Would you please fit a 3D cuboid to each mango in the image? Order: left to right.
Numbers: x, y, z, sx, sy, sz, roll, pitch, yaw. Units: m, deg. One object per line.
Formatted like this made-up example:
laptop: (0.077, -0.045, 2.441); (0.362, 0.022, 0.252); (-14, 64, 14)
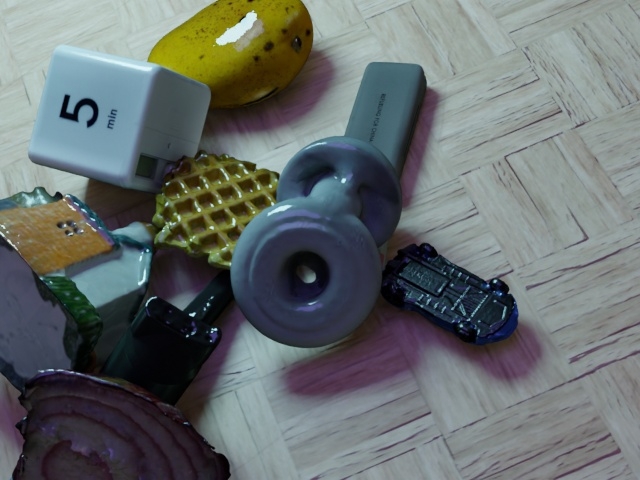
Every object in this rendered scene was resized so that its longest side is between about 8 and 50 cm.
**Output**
mango: (-0.149, -0.312, 2.090); (0.290, 0.160, 0.191); (-17, 61, 6)

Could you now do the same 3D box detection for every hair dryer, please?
hair dryer: (-0.181, 0.111, 1.749); (0.116, 0.244, 0.302); (39, 46, -2)

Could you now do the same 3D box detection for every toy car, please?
toy car: (0.183, 0.082, 1.772); (0.216, 0.063, 0.103); (28, 66, 28)

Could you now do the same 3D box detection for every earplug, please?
earplug: (0.003, -0.004, 1.793); (0.214, 0.175, 0.325); (26, 69, -3)

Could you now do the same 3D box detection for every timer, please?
timer: (-0.315, -0.185, 1.973); (0.195, 0.192, 0.194); (16, 91, 23)

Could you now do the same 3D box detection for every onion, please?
onion: (-0.259, 0.283, 1.634); (0.280, 0.314, 0.146); (17, 31, -4)

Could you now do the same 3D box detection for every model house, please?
model house: (-0.351, 0.061, 1.842); (0.271, 0.190, 0.301); (44, 40, 20)

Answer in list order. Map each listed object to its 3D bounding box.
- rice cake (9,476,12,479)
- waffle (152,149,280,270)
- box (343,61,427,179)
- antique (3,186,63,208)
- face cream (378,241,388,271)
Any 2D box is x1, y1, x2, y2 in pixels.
rice cake: (-0.458, 0.391, 1.720); (0.042, 0.030, 0.180); (26, 63, 14)
waffle: (-0.135, -0.041, 1.910); (0.238, 0.058, 0.243); (13, 45, -5)
box: (0.097, -0.181, 1.993); (0.103, 0.055, 0.243); (6, 56, 18)
antique: (-0.507, 0.027, 1.942); (0.284, 0.125, 0.150); (-30, 54, -9)
face cream: (0.079, 0.042, 1.846); (0.034, 0.034, 0.130); (0, 55, 14)
